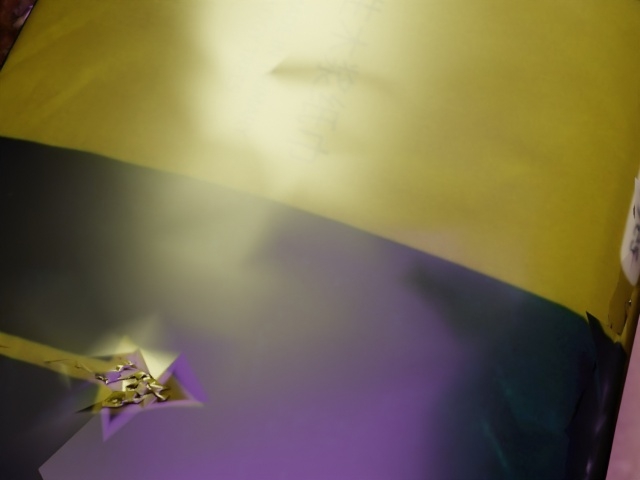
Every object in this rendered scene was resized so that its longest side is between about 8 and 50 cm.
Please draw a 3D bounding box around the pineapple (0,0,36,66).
[{"bbox_3d":[-0.258,-0.064,0.555,0.364,0.165,0.165,-42,74,0],"label":"pineapple"}]

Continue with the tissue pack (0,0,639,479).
[{"bbox_3d":[0.000,0.000,0.497,0.253,0.264,0.416,15,64,7],"label":"tissue pack"}]
